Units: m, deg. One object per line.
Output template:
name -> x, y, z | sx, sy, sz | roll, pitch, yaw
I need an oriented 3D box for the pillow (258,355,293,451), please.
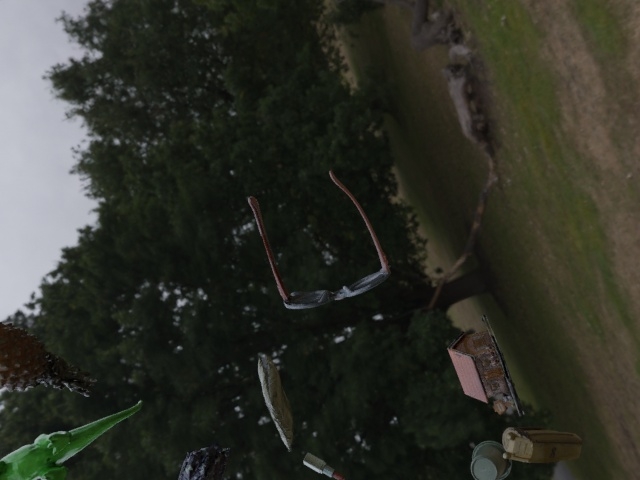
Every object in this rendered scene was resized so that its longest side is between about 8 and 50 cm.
pillow -> -0.107, 0.416, 1.476 | 0.148, 0.050, 0.229 | -97, -8, -48

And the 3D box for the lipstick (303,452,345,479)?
lipstick -> 0.013, 0.660, 1.669 | 0.129, 0.030, 0.030 | 22, 145, 22

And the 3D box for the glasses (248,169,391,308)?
glasses -> 0.000, 0.000, 1.166 | 0.118, 0.234, 0.268 | -57, -50, -70

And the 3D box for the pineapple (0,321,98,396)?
pineapple -> -0.758, 0.337, 1.528 | 0.361, 0.175, 0.175 | 42, -160, -42

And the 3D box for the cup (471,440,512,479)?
cup -> 0.511, 0.677, 1.746 | 0.141, 0.120, 0.119 | 12, -127, -65

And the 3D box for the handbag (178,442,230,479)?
handbag -> -0.386, 0.777, 1.857 | 0.113, 0.260, 0.162 | 21, -174, 31

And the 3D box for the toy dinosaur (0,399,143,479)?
toy dinosaur -> -0.795, 0.622, 1.689 | 0.500, 0.375, 0.143 | -18, -92, -65

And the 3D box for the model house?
model house -> 0.493, 0.399, 1.762 | 0.207, 0.154, 0.293 | -84, -28, -64

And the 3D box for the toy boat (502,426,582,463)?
toy boat -> 0.478, 0.439, 1.254 | 0.088, 0.226, 0.068 | 17, 97, 60
